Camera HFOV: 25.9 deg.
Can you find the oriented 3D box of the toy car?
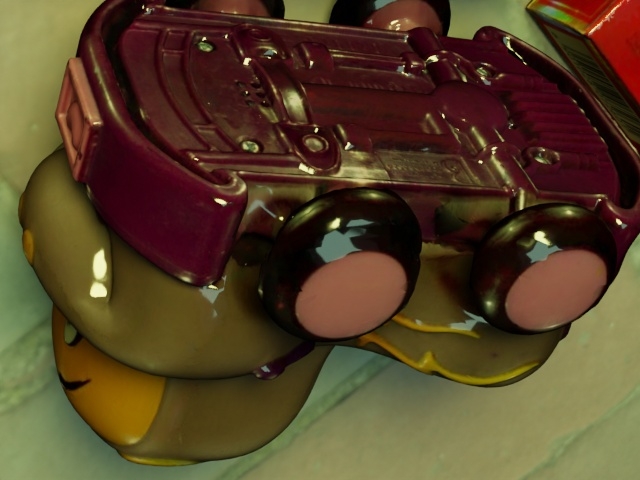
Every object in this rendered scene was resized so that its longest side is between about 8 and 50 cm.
[{"bbox_3d":[0.000,0.000,0.793,0.341,0.271,0.240,2,129,-23],"label":"toy car"}]

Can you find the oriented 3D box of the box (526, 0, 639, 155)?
[{"bbox_3d":[0.309,-0.112,0.950,0.197,0.089,0.313,-45,121,0],"label":"box"}]
